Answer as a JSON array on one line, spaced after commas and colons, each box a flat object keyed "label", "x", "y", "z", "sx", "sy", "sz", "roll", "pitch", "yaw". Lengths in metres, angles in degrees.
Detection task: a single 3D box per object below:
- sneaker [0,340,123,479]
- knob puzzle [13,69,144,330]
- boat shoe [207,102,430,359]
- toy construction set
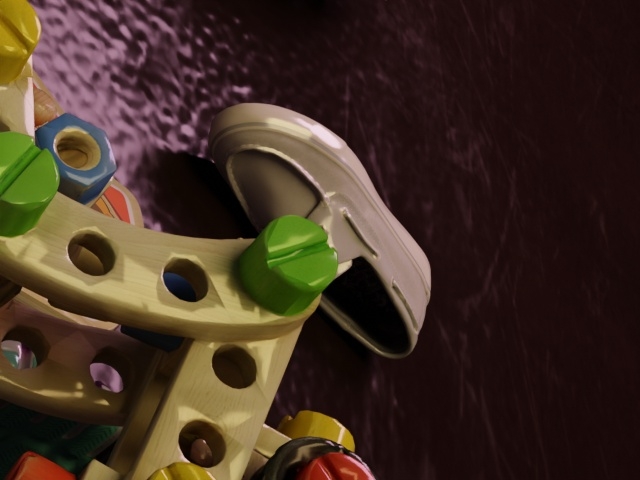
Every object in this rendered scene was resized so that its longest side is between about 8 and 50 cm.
[{"label": "sneaker", "x": -0.144, "y": 0.034, "z": 0.788, "sx": 0.223, "sy": 0.083, "sz": 0.098, "roll": 34, "pitch": 37, "yaw": -43}, {"label": "knob puzzle", "x": -0.135, "y": -0.035, "z": 0.826, "sx": 0.213, "sy": 0.030, "sz": 0.213, "roll": 38, "pitch": 19, "yaw": -15}, {"label": "boat shoe", "x": 0.000, "y": 0.000, "z": 1.077, "sx": 0.184, "sy": 0.066, "sz": 0.063, "roll": 53, "pitch": 29, "yaw": -41}, {"label": "toy construction set", "x": -0.100, "y": 0.093, "z": 0.634, "sx": 0.215, "sy": 0.151, "sz": 0.328, "roll": 32, "pitch": 63, "yaw": -11}]
